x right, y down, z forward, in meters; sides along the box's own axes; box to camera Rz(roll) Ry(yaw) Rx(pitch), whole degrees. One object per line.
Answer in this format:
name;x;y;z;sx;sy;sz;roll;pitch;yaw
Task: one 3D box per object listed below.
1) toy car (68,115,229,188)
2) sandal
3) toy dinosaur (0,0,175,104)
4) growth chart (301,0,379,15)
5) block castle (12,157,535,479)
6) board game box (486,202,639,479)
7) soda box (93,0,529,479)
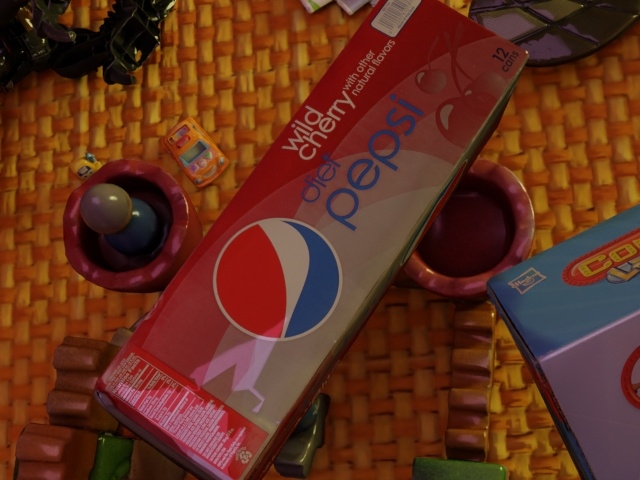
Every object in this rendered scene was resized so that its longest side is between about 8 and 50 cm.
toy car;-0.136;-0.058;0.775;0.122;0.040;0.060;-23;72;5
sandal;0.206;-0.188;0.728;0.219;0.060;0.090;-35;77;-13
toy dinosaur;-0.250;-0.175;0.801;0.219;0.164;0.321;-9;92;25
growth chart;0.016;-0.263;0.805;0.237;0.021;0.172;43;89;19
block castle;-0.029;0.177;0.602;0.303;0.213;0.453;1;77;13
board game box;0.289;0.088;0.526;0.308;0.086;0.301;-26;114;4
soda box;0.000;0.000;0.510;0.083;0.092;0.263;33;73;9
